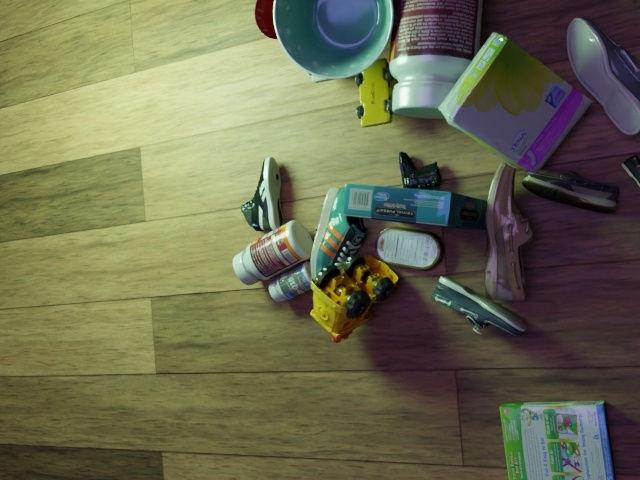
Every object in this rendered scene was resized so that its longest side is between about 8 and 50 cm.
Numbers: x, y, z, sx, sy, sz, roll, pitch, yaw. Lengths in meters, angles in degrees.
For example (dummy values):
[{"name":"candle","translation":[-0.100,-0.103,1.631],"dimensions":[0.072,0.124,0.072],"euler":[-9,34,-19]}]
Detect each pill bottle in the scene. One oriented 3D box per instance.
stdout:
[{"name":"pill bottle","translation":[-0.076,0.122,2.035],"dimensions":[0.137,0.078,0.078],"euler":[-29,77,24]},{"name":"pill bottle","translation":[-0.137,0.040,2.044],"dimensions":[0.221,0.121,0.121],"euler":[-27,77,24]},{"name":"pill bottle","translation":[0.287,-0.512,1.775],"dimensions":[0.224,0.224,0.391],"euler":[5,91,27]}]

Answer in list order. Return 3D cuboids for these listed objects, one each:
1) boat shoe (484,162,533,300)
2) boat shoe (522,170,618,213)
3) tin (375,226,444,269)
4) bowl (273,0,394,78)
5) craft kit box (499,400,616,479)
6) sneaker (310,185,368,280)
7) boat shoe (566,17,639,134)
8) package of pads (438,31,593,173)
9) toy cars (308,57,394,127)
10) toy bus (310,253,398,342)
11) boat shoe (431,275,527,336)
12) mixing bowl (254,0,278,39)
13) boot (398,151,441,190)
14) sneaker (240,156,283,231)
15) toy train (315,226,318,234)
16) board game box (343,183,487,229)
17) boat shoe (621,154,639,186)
[{"name":"boat shoe","translation":[0.467,-0.020,1.744],"dimensions":[0.110,0.122,0.340],"euler":[4,102,23]},{"name":"boat shoe","translation":[0.594,-0.127,1.685],"dimensions":[0.224,0.080,0.073],"euler":[18,79,7]},{"name":"tin","translation":[0.236,0.020,1.902],"dimensions":[0.190,0.040,0.106],"euler":[9,90,27]},{"name":"bowl","translation":[0.051,-0.580,1.828],"dimensions":[0.312,0.163,0.311],"euler":[5,110,16]},{"name":"craft kit box","translation":[0.573,0.516,1.714],"dimensions":[0.247,0.061,0.249],"euler":[-8,86,24]},{"name":"sneaker","translation":[0.059,0.005,1.951],"dimensions":[0.121,0.108,0.302],"euler":[12,93,31]},{"name":"boat shoe","translation":[0.686,-0.390,1.659],"dimensions":[0.099,0.116,0.319],"euler":[-18,69,-17]},{"name":"package of pads","translation":[0.452,-0.313,1.670],"dimensions":[0.297,0.101,0.229],"euler":[29,107,-22]},{"name":"toy cars","translation":[0.088,-0.455,1.957],"dimensions":[0.176,0.087,0.393],"euler":[-46,66,6]},{"name":"toy bus","translation":[0.084,0.170,1.913],"dimensions":[0.149,0.220,0.211],"euler":[38,137,35]},{"name":"boat shoe","translation":[0.392,0.179,1.786],"dimensions":[0.255,0.095,0.079],"euler":[30,101,26]},{"name":"mixing bowl","translation":[-0.088,-0.653,2.037],"dimensions":[0.182,0.098,0.181],"euler":[0,91,27]},{"name":"boot","translation":[0.263,-0.187,1.884],"dimensions":[0.099,0.045,0.121],"euler":[-13,77,21]},{"name":"sneaker","translation":[-0.183,-0.133,2.091],"dimensions":[0.121,0.079,0.216],"euler":[-4,89,26]},{"name":"toy train","translation":[0.000,0.000,2.033],"dimensions":[0.024,0.017,0.083],"euler":[-13,84,37]},{"name":"board game box","translation":[0.242,-0.078,1.729],"dimensions":[0.254,0.336,0.079],"euler":[7,93,27]},{"name":"boat shoe","translation":[0.749,-0.138,1.631],"dimensions":[0.042,0.049,0.133],"euler":[-42,67,29]}]
